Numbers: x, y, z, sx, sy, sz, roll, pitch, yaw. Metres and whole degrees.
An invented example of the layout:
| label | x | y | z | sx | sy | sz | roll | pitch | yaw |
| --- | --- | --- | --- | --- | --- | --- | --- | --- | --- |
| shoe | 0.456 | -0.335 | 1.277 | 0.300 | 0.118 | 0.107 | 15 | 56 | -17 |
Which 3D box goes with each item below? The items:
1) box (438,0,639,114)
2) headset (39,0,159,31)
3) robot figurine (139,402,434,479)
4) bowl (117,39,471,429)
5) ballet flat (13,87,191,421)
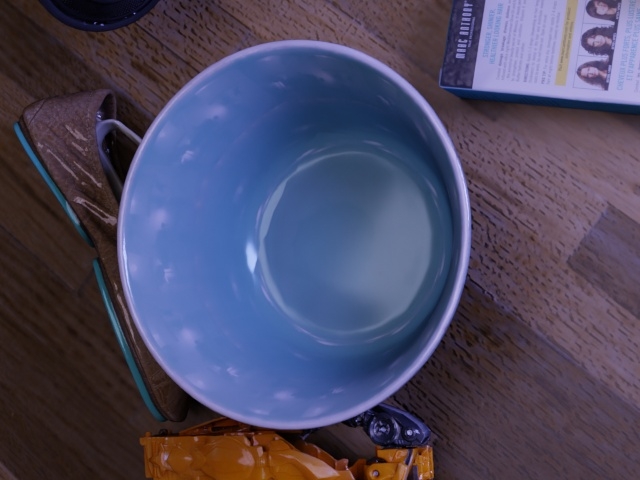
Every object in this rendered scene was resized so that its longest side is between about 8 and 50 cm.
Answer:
| label | x | y | z | sx | sy | sz | roll | pitch | yaw |
| --- | --- | --- | --- | --- | --- | --- | --- | --- | --- |
| box | 0.228 | -0.159 | 1.093 | 0.244 | 0.060 | 0.101 | 9 | 89 | 23 |
| headset | -0.185 | -0.307 | 1.188 | 0.394 | 0.243 | 0.185 | 11 | 120 | -5 |
| robot figurine | -0.019 | 0.235 | 1.156 | 0.291 | 0.085 | 0.211 | -4 | 85 | 23 |
| bowl | 0.000 | 0.000 | 1.122 | 0.311 | 0.163 | 0.312 | -2 | 85 | 22 |
| ballet flat | -0.168 | -0.003 | 1.235 | 0.124 | 0.116 | 0.342 | -28 | 72 | -1 |
